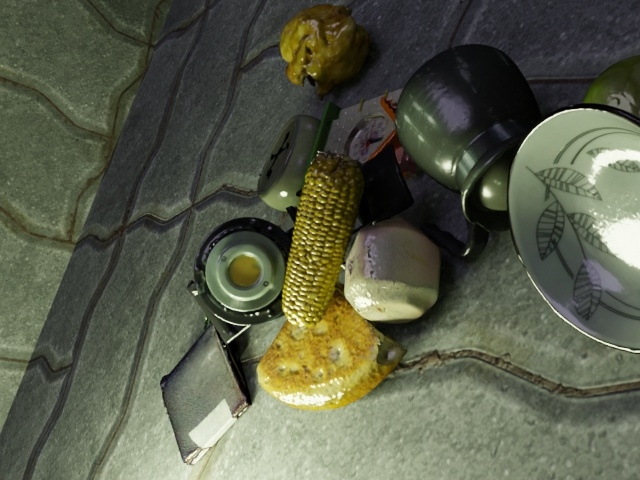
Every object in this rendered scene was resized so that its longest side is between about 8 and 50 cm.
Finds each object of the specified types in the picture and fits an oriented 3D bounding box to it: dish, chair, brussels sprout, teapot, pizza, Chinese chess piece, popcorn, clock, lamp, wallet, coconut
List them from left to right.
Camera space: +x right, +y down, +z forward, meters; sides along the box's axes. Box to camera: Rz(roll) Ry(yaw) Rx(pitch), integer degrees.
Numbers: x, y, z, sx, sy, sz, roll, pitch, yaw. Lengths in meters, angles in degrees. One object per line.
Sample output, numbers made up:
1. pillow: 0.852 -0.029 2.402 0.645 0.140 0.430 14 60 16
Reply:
1. wallet: -0.254 0.335 1.563 0.221 0.071 0.262 -46 40 15
2. lamp: -0.143 0.071 1.384 0.374 0.205 0.272 -37 -6 17
3. Chinese chess piece: -0.062 -0.174 1.608 0.238 0.092 0.238 -52 24 35
4. popcorn: 0.004 -0.471 1.695 0.253 0.190 0.191 -38 33 38
5. pizza: 0.008 0.226 1.262 0.268 0.087 0.258 -55 37 11
6. chair: 0.090 -0.067 1.298 0.221 0.145 0.140 -31 67 29
7. clock: 0.102 -0.197 1.428 0.255 0.106 0.220 -9 59 50
8. coconut: 0.118 0.041 1.172 0.171 0.171 0.183 -24 54 43
9. teapot: 0.236 -0.119 1.099 0.305 0.223 0.285 -44 43 20
10. dish: 0.375 -0.024 0.856 0.316 0.106 0.316 45 146 43
11. brussels sprout: 0.432 -0.170 0.947 0.145 0.131 0.183 20 82 35

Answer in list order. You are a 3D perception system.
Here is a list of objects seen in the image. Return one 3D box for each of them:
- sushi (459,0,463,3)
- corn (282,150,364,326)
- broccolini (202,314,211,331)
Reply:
1. sushi: 0.336 -0.576 1.466 0.120 0.026 0.126 -17 53 48
2. corn: 0.000 0.000 1.201 0.106 0.106 0.305 26 105 57
3. broccolini: -0.240 0.151 1.684 0.054 0.052 0.194 5 69 51
